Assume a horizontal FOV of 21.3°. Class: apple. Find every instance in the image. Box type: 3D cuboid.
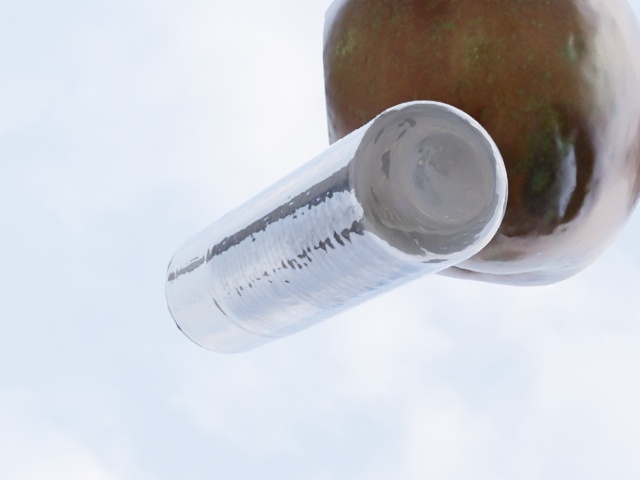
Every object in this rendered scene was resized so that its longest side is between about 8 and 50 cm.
[{"bbox_3d":[0.052,-0.035,0.508,0.099,0.114,0.102,-3,-87,2],"label":"apple"}]

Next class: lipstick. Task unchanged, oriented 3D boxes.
[{"bbox_3d":[0.000,0.000,0.437,0.040,0.141,0.040,5,-104,-23],"label":"lipstick"}]
